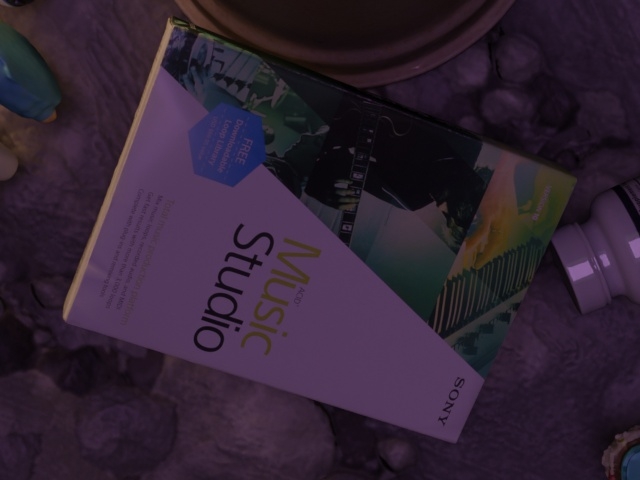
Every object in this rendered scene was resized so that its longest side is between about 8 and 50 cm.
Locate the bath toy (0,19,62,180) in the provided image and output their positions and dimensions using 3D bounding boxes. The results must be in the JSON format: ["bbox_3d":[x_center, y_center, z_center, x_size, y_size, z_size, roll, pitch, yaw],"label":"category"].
[{"bbox_3d":[-0.365,-0.038,0.972,0.348,0.129,0.151,-50,57,6],"label":"bath toy"}]

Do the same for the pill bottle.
[{"bbox_3d":[0.262,-0.007,0.949,0.169,0.094,0.094,-23,93,6],"label":"pill bottle"}]

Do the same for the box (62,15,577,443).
[{"bbox_3d":[0.000,0.000,0.932,0.322,0.058,0.232,18,104,-15],"label":"box"}]

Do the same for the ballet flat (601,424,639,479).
[{"bbox_3d":[0.338,0.176,0.968,0.241,0.077,0.091,8,92,6],"label":"ballet flat"}]

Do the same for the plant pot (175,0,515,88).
[{"bbox_3d":[0.009,-0.273,0.836,0.334,0.305,0.333,0,95,4],"label":"plant pot"}]

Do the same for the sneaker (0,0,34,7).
[{"bbox_3d":[-0.279,-0.292,0.973,0.086,0.085,0.237,-16,98,31],"label":"sneaker"}]
